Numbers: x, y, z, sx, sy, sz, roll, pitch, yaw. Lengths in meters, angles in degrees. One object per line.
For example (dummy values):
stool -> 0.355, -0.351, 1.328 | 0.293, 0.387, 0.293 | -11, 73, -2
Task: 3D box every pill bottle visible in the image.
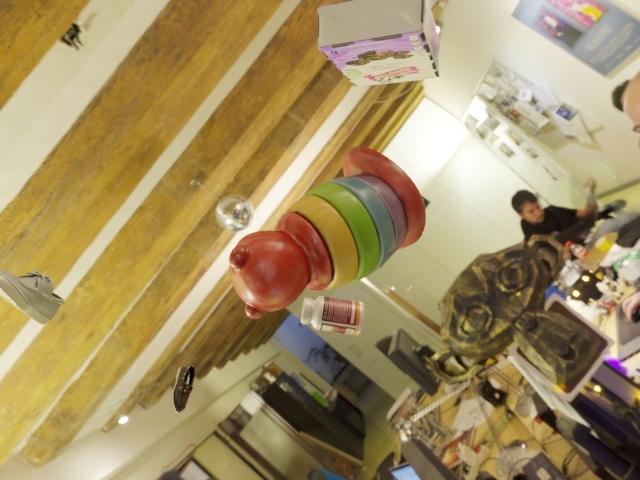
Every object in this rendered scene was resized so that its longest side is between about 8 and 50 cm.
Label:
pill bottle -> 0.030, 0.187, 1.100 | 0.086, 0.151, 0.086 | -170, 90, -87

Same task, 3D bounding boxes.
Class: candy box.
candy box -> 0.108, -0.331, 0.735 | 0.196, 0.164, 0.070 | -1, -88, -67

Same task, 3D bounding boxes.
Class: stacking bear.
stacking bear -> 0.000, 0.000, 0.631 | 0.288, 0.164, 0.176 | -29, -55, -29

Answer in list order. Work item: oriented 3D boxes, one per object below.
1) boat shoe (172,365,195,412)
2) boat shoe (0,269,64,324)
boat shoe -> -0.384, 0.415, 1.225 | 0.133, 0.041, 0.049 | -93, -19, -44
boat shoe -> -0.580, 0.098, 0.870 | 0.081, 0.079, 0.228 | -54, -6, -27
